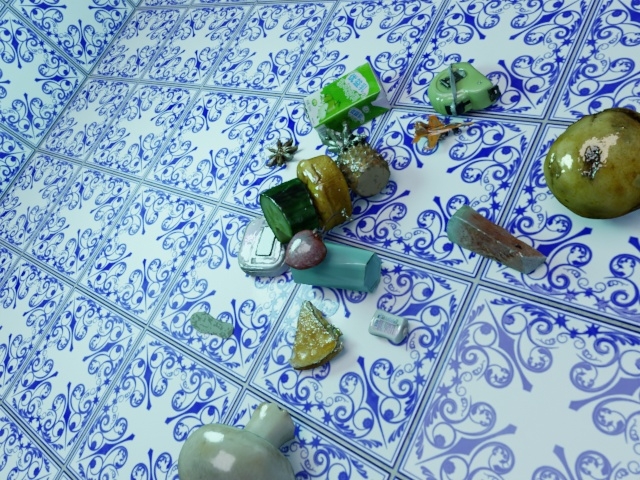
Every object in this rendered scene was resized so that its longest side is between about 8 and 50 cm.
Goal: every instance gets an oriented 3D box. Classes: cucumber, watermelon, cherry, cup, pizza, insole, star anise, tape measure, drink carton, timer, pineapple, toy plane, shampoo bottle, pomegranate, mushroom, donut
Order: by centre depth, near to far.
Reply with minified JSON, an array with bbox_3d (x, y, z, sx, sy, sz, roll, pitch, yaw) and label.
[{"bbox_3d":[0.644,-0.173,1.196,0.260,0.260,0.261,-15,56,23],"label":"pomegranate"},{"bbox_3d":[-0.184,0.523,1.258,0.297,0.298,0.290,-4,40,29],"label":"mushroom"},{"bbox_3d":[0.433,-0.002,1.296,0.241,0.154,0.094,36,84,27],"label":"watermelon"},{"bbox_3d":[0.180,0.222,1.357,0.099,0.043,0.072,14,71,35],"label":"shampoo bottle"},{"bbox_3d":[0.000,0.000,1.412,0.225,0.090,0.107,-36,42,-7],"label":"cherry"},{"bbox_3d":[-0.019,0.255,1.453,0.185,0.052,0.195,-27,56,24],"label":"pizza"},{"bbox_3d":[0.047,0.066,1.475,0.235,0.148,0.134,6,39,32],"label":"cup"},{"bbox_3d":[-0.084,-0.088,1.546,0.130,0.191,0.191,-29,48,-16],"label":"cucumber"},{"bbox_3d":[0.365,-0.328,1.571,0.188,0.062,0.135,-1,62,15],"label":"toy plane"},{"bbox_3d":[0.009,-0.146,1.574,0.113,0.227,0.227,-23,50,-11],"label":"donut"},{"bbox_3d":[0.411,-0.456,1.579,0.175,0.106,0.200,-29,50,8],"label":"tape measure"},{"bbox_3d":[0.095,-0.255,1.641,0.170,0.141,0.310,-57,38,23],"label":"pineapple"},{"bbox_3d":[-0.348,0.268,1.670,0.193,0.006,0.065,11,68,34],"label":"insole"},{"bbox_3d":[-0.169,0.012,1.675,0.190,0.069,0.209,-2,61,27],"label":"timer"},{"bbox_3d":[0.085,-0.462,1.778,0.271,0.108,0.161,-25,55,15],"label":"drink carton"},{"bbox_3d":[-0.135,-0.307,1.859,0.141,0.042,0.141,-17,52,23],"label":"star anise"}]
